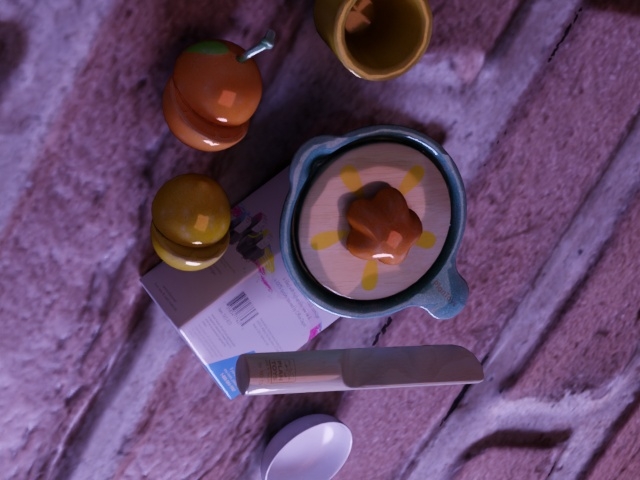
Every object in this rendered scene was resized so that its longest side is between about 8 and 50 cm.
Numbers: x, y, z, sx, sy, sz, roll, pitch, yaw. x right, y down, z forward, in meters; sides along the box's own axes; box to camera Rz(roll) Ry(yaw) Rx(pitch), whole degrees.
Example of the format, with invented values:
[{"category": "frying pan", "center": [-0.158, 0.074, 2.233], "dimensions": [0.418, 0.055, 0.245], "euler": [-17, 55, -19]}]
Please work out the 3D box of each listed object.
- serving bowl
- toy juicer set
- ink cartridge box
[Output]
[{"category": "serving bowl", "center": [-0.016, 0.171, 1.510], "dimensions": [0.083, 0.027, 0.083], "euler": [-23, 139, -22]}, {"category": "toy juicer set", "center": [0.000, 0.000, 1.225], "dimensions": [0.209, 0.089, 0.329], "euler": [-21, 116, -15]}, {"category": "ink cartridge box", "center": [-0.025, 0.017, 1.325], "dimensions": [0.181, 0.061, 0.104], "euler": [-37, 141, -6]}]
